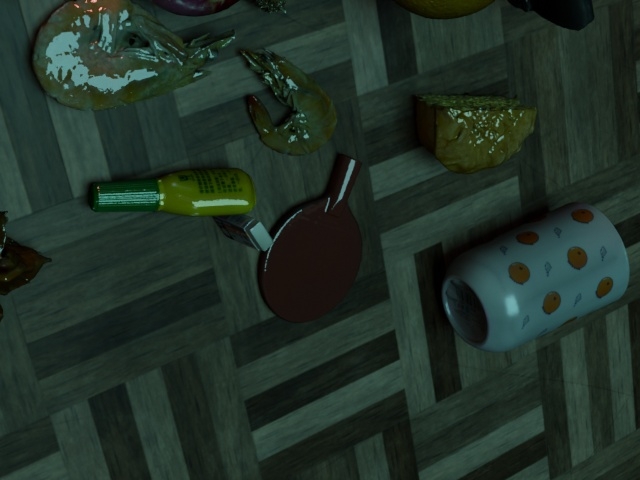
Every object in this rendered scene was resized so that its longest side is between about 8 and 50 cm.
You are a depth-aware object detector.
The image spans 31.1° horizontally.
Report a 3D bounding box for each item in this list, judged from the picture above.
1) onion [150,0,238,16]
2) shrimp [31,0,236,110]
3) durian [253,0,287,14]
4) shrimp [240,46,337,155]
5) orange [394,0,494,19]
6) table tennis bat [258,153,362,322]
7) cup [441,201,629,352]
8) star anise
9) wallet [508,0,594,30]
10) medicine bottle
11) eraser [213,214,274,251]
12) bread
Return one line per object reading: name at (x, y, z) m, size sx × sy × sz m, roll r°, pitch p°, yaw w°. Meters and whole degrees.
onion at (-0.172, -0.419, 1.685) m, size 0.207 × 0.200 × 0.200 m, roll -50°, pitch 126°, yaw -21°
shrimp at (-0.275, -0.292, 1.719) m, size 0.317 × 0.077 × 0.168 m, roll -19°, pitch 112°, yaw -24°
durian at (-0.076, -0.396, 1.808) m, size 0.080 × 0.080 × 0.091 m, roll -35°, pitch 93°, yaw -19°
shrimp at (-0.064, -0.226, 1.903) m, size 0.133 × 0.053 × 0.236 m, roll -41°, pitch 129°, yaw 8°
orange at (0.201, -0.493, 1.847) m, size 0.274 × 0.274 × 0.274 m, roll -11°, pitch 111°, yaw -30°
table tennis bat at (0.000, 0.000, 2.016) m, size 0.200 × 0.038 × 0.310 m, roll 17°, pitch 96°, yaw -36°
cup at (0.399, 0.075, 2.197) m, size 0.317 × 0.212 × 0.212 m, roll -22°, pitch 116°, yaw -25°
star anise at (-0.506, 0.007, 1.631) m, size 0.237 × 0.148 × 0.346 m, roll -38°, pitch 122°, yaw -44°
wallet at (0.343, -0.558, 1.915) m, size 0.062 × 0.228 × 0.406 m, roll -31°, pitch 127°, yaw -15°
medicine bottle at (-0.233, -0.074, 1.812) m, size 0.260 × 0.095 × 0.064 m, roll -3°, pitch 135°, yaw -24°
eraser at (-0.127, -0.020, 1.875) m, size 0.029 × 0.122 × 0.052 m, roll -45°, pitch 125°, yaw -17°
bread at (0.273, -0.197, 2.078) m, size 0.229 × 0.143 × 0.139 m, roll -4°, pitch 118°, yaw -29°
